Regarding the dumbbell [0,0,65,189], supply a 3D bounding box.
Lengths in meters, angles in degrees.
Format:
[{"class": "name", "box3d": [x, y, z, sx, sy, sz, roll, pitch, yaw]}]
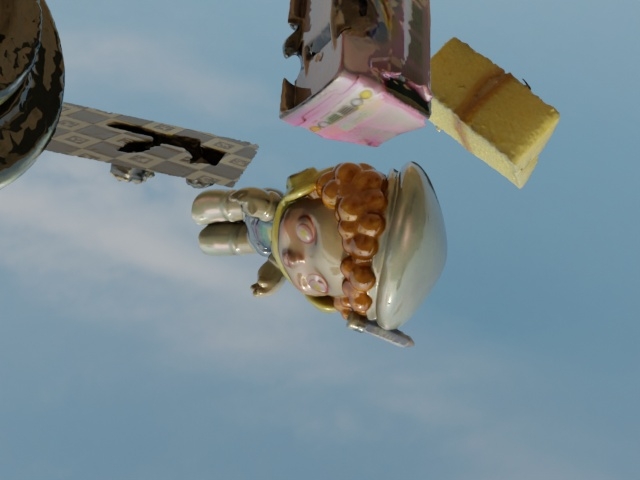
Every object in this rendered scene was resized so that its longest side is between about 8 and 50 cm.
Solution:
[{"class": "dumbbell", "box3d": [-0.243, -0.074, 0.406, 0.192, 0.290, 0.192, 33, -137, -38]}]

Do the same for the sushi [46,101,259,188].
[{"class": "sushi", "box3d": [-0.222, -0.101, 1.083, 0.279, 0.043, 0.192, 11, -157, 1]}]

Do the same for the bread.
[{"class": "bread", "box3d": [0.274, -0.220, 1.556, 0.266, 0.178, 0.141, 40, -151, 25]}]

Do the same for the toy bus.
[{"class": "toy bus", "box3d": [0.034, -0.208, 0.742, 0.112, 0.090, 0.274, 23, -123, -32]}]

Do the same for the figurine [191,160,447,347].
[{"class": "figurine", "box3d": [-0.005, -0.030, 1.171, 0.381, 0.225, 0.205, 22, -148, 32]}]
